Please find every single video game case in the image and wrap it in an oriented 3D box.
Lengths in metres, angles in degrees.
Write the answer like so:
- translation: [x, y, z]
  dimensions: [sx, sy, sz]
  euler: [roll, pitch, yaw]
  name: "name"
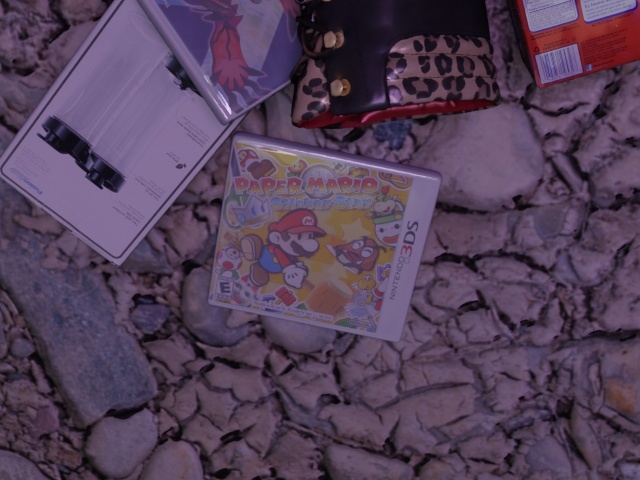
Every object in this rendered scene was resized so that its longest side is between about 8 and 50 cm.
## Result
- translation: [0.000, 0.000, 1.001]
  dimensions: [0.227, 0.026, 0.206]
  euler: [12, 114, 0]
  name: "video game case"
- translation: [-0.072, -0.236, 0.834]
  dimensions: [0.183, 0.023, 0.201]
  euler: [-36, 97, -19]
  name: "video game case"

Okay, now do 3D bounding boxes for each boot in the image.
- translation: [-0.018, -0.239, 0.768]
  dimensions: [0.377, 0.138, 0.284]
  euler: [-6, 91, -13]
  name: "boot"

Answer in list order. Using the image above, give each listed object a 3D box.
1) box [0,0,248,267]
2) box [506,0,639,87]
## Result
- translation: [-0.180, -0.134, 0.926]
  dimensions: [0.169, 0.087, 0.290]
  euler: [38, 111, -11]
  name: "box"
- translation: [0.298, -0.244, 0.816]
  dimensions: [0.257, 0.122, 0.128]
  euler: [-16, 112, 11]
  name: "box"
